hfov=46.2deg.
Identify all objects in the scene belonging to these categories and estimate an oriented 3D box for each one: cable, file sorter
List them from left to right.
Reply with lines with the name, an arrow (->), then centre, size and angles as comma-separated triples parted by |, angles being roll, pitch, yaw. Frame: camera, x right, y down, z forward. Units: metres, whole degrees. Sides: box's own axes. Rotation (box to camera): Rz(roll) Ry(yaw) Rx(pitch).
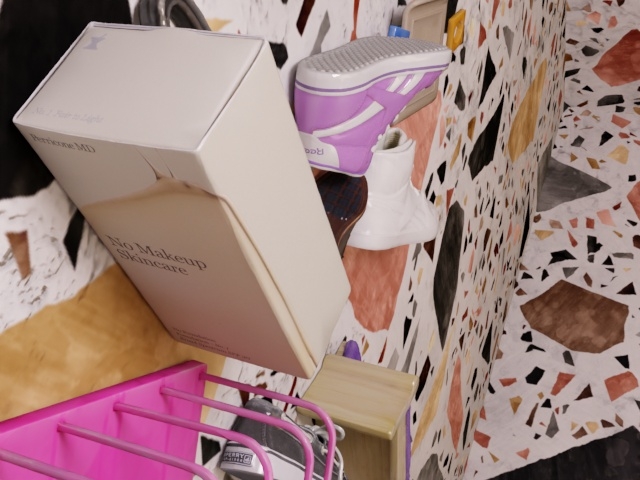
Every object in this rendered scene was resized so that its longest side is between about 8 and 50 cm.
file sorter -> -0.124, 0.242, 0.625 | 0.290, 0.182, 0.202 | -5, 104, -66
cable -> -0.072, -0.136, 0.720 | 0.287, 0.072, 0.140 | 70, 33, -51

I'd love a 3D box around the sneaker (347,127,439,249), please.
sneaker -> 0.125, -0.087, 1.153 | 0.292, 0.108, 0.169 | -15, 117, -63

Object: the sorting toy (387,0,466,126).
sorting toy -> 0.150, -0.295, 1.197 | 0.347, 0.047, 0.196 | -37, 140, -54

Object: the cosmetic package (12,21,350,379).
cosmetic package -> -0.089, -0.018, 0.622 | 0.113, 0.160, 0.309 | -65, 152, -29

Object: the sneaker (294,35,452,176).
sneaker -> 0.065, -0.172, 0.974 | 0.282, 0.102, 0.161 | -26, 129, -40

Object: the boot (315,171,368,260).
boot -> 0.000, 0.000, 0.979 | 0.106, 0.082, 0.219 | 109, 6, -48

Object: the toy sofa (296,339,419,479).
toy sofa -> 0.079, 0.345, 1.189 | 0.177, 0.150, 0.363 | -49, 143, -48

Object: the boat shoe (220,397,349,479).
boat shoe -> -0.023, 0.288, 0.983 | 0.306, 0.113, 0.105 | 44, 52, -45
